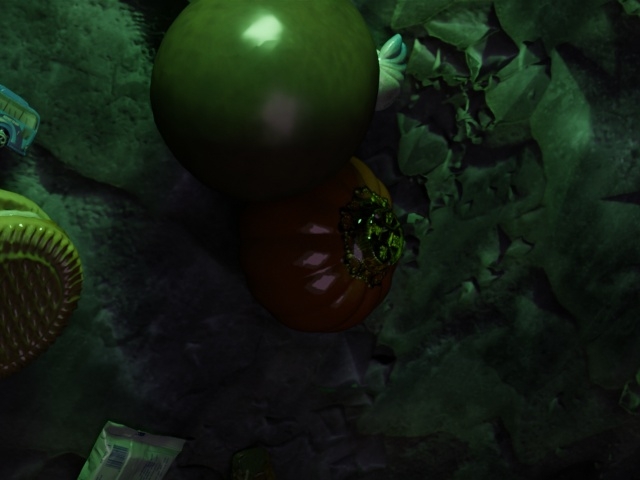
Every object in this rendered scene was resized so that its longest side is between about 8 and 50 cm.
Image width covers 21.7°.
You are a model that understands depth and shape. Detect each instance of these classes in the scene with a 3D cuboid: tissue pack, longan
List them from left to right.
[{"bbox_3d":[-0.262,0.321,2.114,0.122,0.026,0.193,20,106,-37],"label":"tissue pack"},{"bbox_3d":[-0.058,-0.170,1.799,0.258,0.258,0.258,-15,124,-23],"label":"longan"}]

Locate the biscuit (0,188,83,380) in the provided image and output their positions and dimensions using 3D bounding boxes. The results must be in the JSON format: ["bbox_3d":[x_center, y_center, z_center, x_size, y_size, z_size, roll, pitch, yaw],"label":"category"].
[{"bbox_3d":[-0.382,0.056,1.828,0.259,0.079,0.259,-25,140,-23],"label":"biscuit"}]

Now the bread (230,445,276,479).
[{"bbox_3d":[-0.088,0.332,2.205,0.066,0.060,0.110,-46,139,-39],"label":"bread"}]

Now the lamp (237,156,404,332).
[{"bbox_3d":[0.000,0.000,1.964,0.223,0.196,0.223,8,81,-54],"label":"lamp"}]

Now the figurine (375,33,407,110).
[{"bbox_3d":[0.059,-0.191,1.974,0.114,0.079,0.114,-44,167,-13],"label":"figurine"}]

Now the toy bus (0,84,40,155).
[{"bbox_3d":[-0.365,-0.146,1.756,0.153,0.051,0.061,32,93,-39],"label":"toy bus"}]
